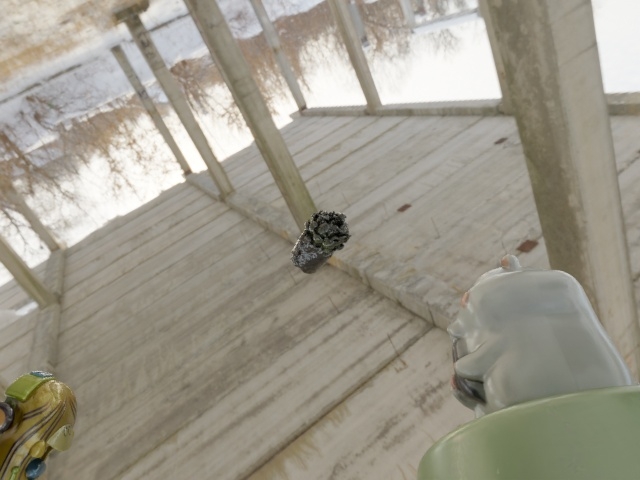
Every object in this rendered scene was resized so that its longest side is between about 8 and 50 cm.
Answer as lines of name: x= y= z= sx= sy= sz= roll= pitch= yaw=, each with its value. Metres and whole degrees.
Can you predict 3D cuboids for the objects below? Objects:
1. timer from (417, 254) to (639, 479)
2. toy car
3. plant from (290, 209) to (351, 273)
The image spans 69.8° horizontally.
timer: x=0.205 y=0.155 z=0.405 sx=0.291 sy=0.290 sz=0.315 roll=-19 pitch=-135 yaw=15
toy car: x=-0.566 y=0.393 z=0.899 sx=0.200 sy=0.142 sz=0.247 roll=117 pitch=-8 yaw=-78
plant: x=0.000 y=0.000 z=0.933 sx=0.143 sy=0.092 sz=0.094 roll=-52 pitch=176 yaw=36
